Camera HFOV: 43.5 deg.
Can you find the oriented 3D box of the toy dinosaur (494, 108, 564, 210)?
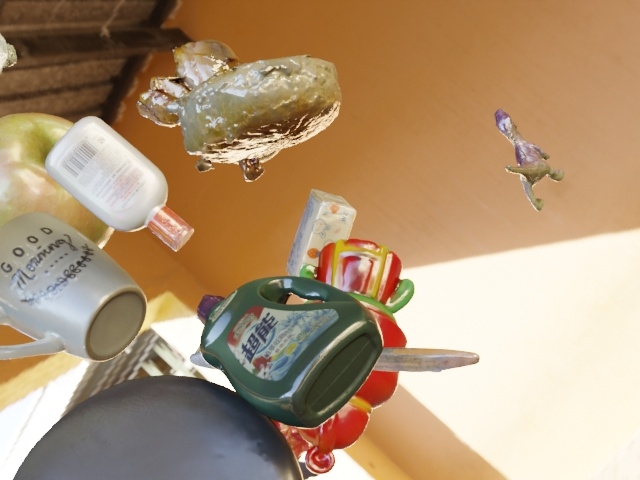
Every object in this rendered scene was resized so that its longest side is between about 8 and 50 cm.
[{"bbox_3d":[0.404,-0.146,1.589,0.072,0.200,0.251,-27,32,35],"label":"toy dinosaur"}]

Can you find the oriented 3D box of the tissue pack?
[{"bbox_3d":[0.000,0.000,1.720,0.148,0.092,0.196,-126,52,-72],"label":"tissue pack"}]

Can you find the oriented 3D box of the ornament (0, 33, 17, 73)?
[{"bbox_3d":[-0.421,-0.243,1.020,0.041,0.068,0.092,-13,-24,16],"label":"ornament"}]

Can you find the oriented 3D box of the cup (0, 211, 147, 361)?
[{"bbox_3d":[-0.428,0.106,1.263,0.258,0.234,0.186,-45,-31,-31],"label":"cup"}]

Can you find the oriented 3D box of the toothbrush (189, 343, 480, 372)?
[{"bbox_3d":[0.002,0.137,0.935,0.037,0.375,0.028,-62,-41,-44],"label":"toothbrush"}]

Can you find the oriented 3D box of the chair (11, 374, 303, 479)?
[{"bbox_3d":[-0.151,0.374,0.941,0.364,0.362,0.410,-40,-26,-21],"label":"chair"}]

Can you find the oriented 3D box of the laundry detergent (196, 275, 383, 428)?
[{"bbox_3d":[-0.048,0.092,0.811,0.144,0.221,0.078,-46,-51,-17],"label":"laundry detergent"}]

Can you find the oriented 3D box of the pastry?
[{"bbox_3d":[-0.109,-0.241,1.488,0.329,0.136,0.329,-16,-2,-1],"label":"pastry"}]

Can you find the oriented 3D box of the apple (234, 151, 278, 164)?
[{"bbox_3d":[-0.179,-0.292,2.086,0.196,0.196,0.196,-47,-9,-10],"label":"apple"}]

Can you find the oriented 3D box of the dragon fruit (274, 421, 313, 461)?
[{"bbox_3d":[-0.128,0.441,1.782,0.268,0.205,0.210,-53,-21,-8],"label":"dragon fruit"}]

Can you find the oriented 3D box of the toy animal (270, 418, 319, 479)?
[{"bbox_3d":[-0.167,0.432,1.568,0.225,0.302,0.284,-106,31,-52],"label":"toy animal"}]

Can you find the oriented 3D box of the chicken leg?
[{"bbox_3d":[-0.274,-0.298,1.886,0.295,0.409,0.182,-13,-26,-31],"label":"chicken leg"}]

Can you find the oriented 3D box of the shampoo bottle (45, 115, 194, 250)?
[{"bbox_3d":[-0.273,-0.071,1.122,0.108,0.221,0.051,-50,-1,-8],"label":"shampoo bottle"}]

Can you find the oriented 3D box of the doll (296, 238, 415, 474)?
[{"bbox_3d":[0.034,0.162,1.179,0.160,0.182,0.363,99,-176,-64],"label":"doll"}]

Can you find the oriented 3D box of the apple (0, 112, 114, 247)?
[{"bbox_3d":[-0.569,-0.088,1.636,0.277,0.319,0.319,-45,-4,40],"label":"apple"}]
